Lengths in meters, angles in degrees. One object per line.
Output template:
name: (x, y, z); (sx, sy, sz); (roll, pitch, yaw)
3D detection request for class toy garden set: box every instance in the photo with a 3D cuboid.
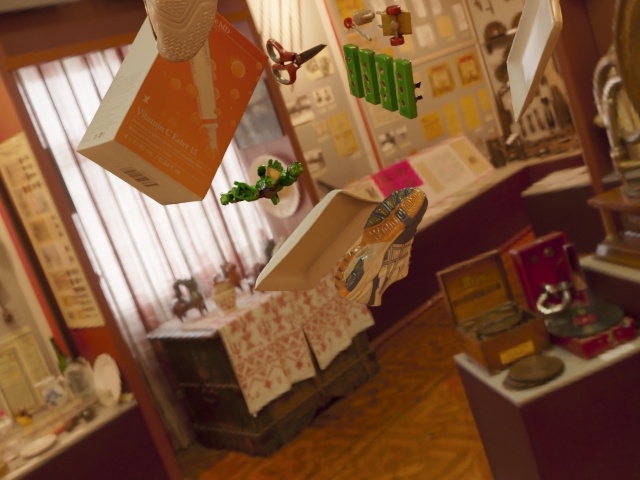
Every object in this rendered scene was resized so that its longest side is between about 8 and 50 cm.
toy garden set: (0.120, -0.365, 1.409); (0.049, 0.204, 0.244); (-22, 30, -18)

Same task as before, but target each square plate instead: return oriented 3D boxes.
square plate: (0.000, 0.000, 1.940); (0.344, 0.049, 0.347); (-49, -21, 15)

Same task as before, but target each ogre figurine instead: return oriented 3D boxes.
ogre figurine: (-0.128, -0.127, 1.657); (0.197, 0.097, 0.118); (-42, -6, 7)

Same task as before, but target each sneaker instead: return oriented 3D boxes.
sneaker: (-0.225, -0.378, 0.993); (0.101, 0.269, 0.153); (-10, 12, -40)
sneaker: (0.156, 0.017, 1.608); (0.296, 0.131, 0.112); (-53, 32, 17)

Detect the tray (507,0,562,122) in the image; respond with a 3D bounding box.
tray: (0.376, -0.341, 1.265); (0.030, 0.145, 0.270); (-1, -24, 2)

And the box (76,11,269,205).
box: (-0.284, -0.272, 1.418); (0.168, 0.215, 0.346); (-2, 60, 48)

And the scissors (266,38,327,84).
scissors: (-0.043, -0.382, 1.556); (0.021, 0.109, 0.297); (-27, 26, -22)
